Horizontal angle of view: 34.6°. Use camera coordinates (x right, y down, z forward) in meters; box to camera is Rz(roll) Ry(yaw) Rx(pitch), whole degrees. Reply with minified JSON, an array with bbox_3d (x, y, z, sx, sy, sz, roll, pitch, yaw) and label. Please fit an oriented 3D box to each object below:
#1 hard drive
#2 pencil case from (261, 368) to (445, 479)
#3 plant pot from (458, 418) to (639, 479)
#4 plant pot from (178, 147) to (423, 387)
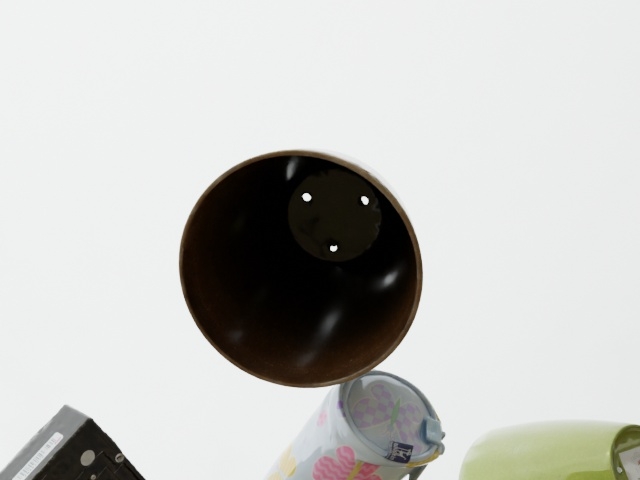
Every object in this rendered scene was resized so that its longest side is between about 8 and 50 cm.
[{"bbox_3d":[-0.261,0.374,1.141,0.237,0.064,0.339,-49,-50,-24],"label":"hard drive"},{"bbox_3d":[0.013,0.248,1.053,0.124,0.113,0.273,17,-51,-25],"label":"pencil case"},{"bbox_3d":[0.419,0.399,1.657,0.275,0.275,0.293,-12,-16,-35],"label":"plant pot"},{"bbox_3d":[0.000,0.000,0.997,0.230,0.215,0.215,-56,-13,-73],"label":"plant pot"}]
